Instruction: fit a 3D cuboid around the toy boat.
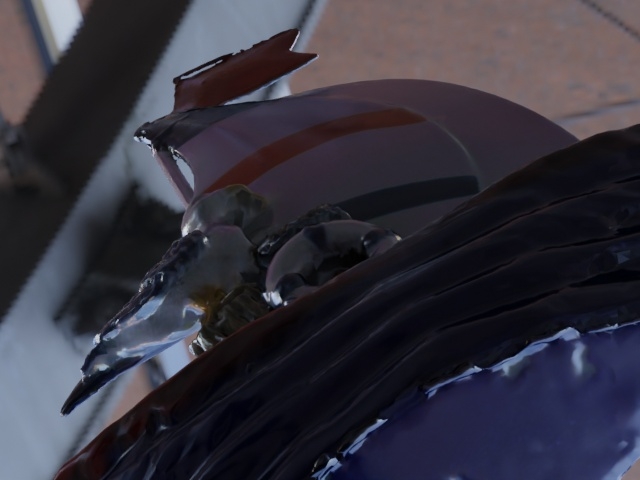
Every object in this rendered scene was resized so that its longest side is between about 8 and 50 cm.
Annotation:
[{"bbox_3d":[0.025,-0.003,0.541,0.219,0.072,0.318,-17,-154,14],"label":"toy boat"}]
